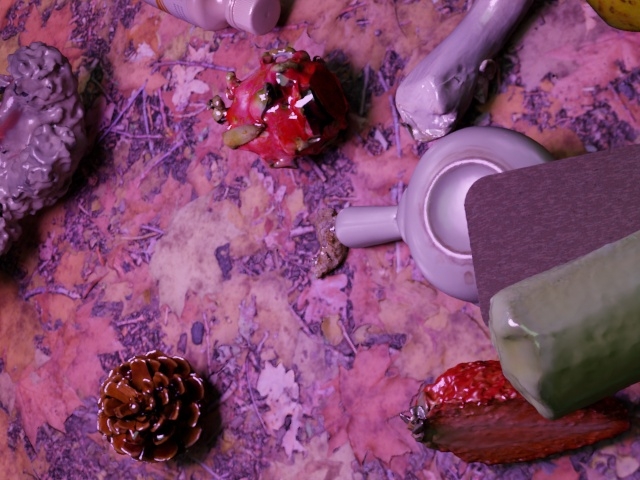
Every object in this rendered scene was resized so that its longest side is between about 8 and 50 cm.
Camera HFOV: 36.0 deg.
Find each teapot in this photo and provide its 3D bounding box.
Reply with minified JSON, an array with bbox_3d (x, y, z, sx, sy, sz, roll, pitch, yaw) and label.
[{"bbox_3d":[0.159,-0.043,1.195,0.318,0.149,0.220,28,98,33],"label":"teapot"}]

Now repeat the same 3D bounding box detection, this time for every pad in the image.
[{"bbox_3d":[0.290,-0.005,1.074,0.266,0.002,0.176,-12,99,-9],"label":"pad"}]

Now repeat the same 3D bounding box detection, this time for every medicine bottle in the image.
[{"bbox_3d":[-0.170,-0.377,1.482,0.252,0.114,0.114,29,95,32],"label":"medicine bottle"}]

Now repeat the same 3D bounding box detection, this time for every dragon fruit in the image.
[{"bbox_3d":[-0.061,-0.176,1.344,0.172,0.166,0.160,-22,66,28],"label":"dragon fruit"}]

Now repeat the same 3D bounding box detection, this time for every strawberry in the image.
[{"bbox_3d":[0.214,0.183,1.130,0.175,0.236,0.107,114,160,-53],"label":"strawberry"}]

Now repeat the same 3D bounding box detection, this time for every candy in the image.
[{"bbox_3d":[0.338,0.056,1.011,0.343,0.132,0.142,-27,51,-6],"label":"candy"}]

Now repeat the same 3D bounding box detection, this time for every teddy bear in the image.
[{"bbox_3d":[-0.528,-0.100,1.536,0.357,0.224,0.367,-4,52,38],"label":"teddy bear"}]

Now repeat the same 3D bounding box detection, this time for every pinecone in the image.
[{"bbox_3d":[-0.235,0.230,1.365,0.173,0.173,0.174,-7,76,29],"label":"pinecone"}]

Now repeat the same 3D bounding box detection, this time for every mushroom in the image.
[{"bbox_3d":[0.190,-0.248,1.254,0.099,0.096,0.278,38,96,30],"label":"mushroom"}]

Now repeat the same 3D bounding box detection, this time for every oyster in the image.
[{"bbox_3d":[0.000,0.000,1.345,0.080,0.038,0.083,-43,63,18],"label":"oyster"}]

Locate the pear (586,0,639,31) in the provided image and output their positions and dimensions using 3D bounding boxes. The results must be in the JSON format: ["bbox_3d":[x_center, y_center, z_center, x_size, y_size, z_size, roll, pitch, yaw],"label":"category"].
[{"bbox_3d":[0.387,-0.378,1.126,0.255,0.164,0.238,-45,63,16],"label":"pear"}]
